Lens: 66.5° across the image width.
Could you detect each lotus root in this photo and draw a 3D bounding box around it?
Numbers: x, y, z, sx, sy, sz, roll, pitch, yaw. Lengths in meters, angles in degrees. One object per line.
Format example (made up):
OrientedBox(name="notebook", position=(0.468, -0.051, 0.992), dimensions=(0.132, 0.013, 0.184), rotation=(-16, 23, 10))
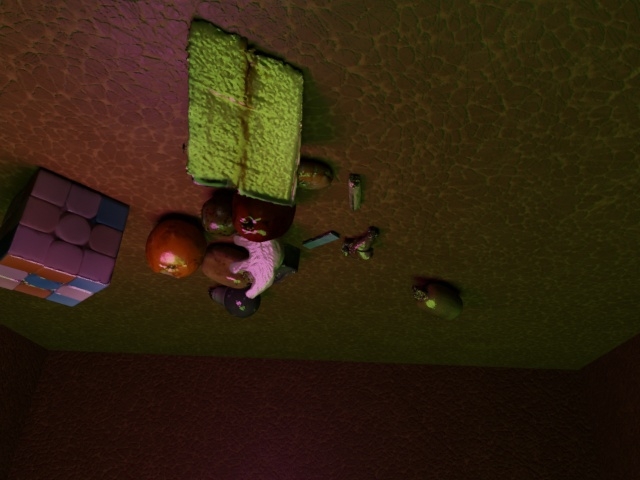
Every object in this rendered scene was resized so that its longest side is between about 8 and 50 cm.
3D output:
OrientedBox(name="lotus root", position=(0.559, 0.292, 2.358), dimensions=(0.169, 0.151, 0.343), rotation=(-24, 144, 39))
OrientedBox(name="lotus root", position=(-0.402, 0.107, 2.095), dimensions=(0.284, 0.160, 0.146), rotation=(20, 163, 21))

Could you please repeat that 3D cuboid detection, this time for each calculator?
OrientedBox(name="calculator", position=(0.000, 0.000, 2.024), dimensions=(0.172, 0.018, 0.057), rotation=(-22, 141, 38))

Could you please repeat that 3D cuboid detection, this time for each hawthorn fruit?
OrientedBox(name="hawthorn fruit", position=(-0.204, -0.088, 1.647), dimensions=(0.224, 0.261, 0.224), rotation=(8, 123, 12))

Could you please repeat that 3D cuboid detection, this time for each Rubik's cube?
OrientedBox(name="Rubik's cube", position=(-0.968, 0.007, 1.800), dimensions=(0.344, 0.347, 0.347), rotation=(-24, 140, 38))

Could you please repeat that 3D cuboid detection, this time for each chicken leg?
OrientedBox(name="chicken leg", position=(0.173, 0.021, 1.990), dimensions=(0.196, 0.080, 0.125), rotation=(-25, 128, 39))

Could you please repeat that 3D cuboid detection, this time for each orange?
OrientedBox(name="orange", position=(-0.571, 0.034, 1.936), dimensions=(0.240, 0.240, 0.240), rotation=(2, 151, 1))

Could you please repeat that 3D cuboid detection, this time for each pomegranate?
OrientedBox(name="pomegranate", position=(-0.369, -0.091, 1.776), dimensions=(0.205, 0.159, 0.159), rotation=(11, 163, 44))

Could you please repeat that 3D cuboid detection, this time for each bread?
OrientedBox(name="bread", position=(-0.192, -0.307, 1.295), dimensions=(0.346, 0.242, 0.405), rotation=(7, 154, -12))

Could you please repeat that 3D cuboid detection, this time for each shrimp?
OrientedBox(name="shrimp", position=(-0.100, -0.217, 1.610), dimensions=(0.287, 0.063, 0.152), rotation=(8, 162, -11))

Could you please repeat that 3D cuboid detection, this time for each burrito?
OrientedBox(name="burrito", position=(0.118, -0.163, 1.701), dimensions=(0.045, 0.041, 0.185), rotation=(-36, 154, -16))

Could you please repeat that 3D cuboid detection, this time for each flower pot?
OrientedBox(name="flower pot", position=(-0.188, 0.110, 2.153), dimensions=(0.103, 0.108, 0.229), rotation=(22, 145, -29))

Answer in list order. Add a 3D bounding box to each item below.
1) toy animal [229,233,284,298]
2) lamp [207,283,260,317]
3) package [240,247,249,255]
OrientedBox(name="toy animal", position=(-0.245, 0.025, 1.948), dimensions=(0.266, 0.188, 0.308), rotation=(-37, 89, 28))
OrientedBox(name="lamp", position=(-0.449, 0.278, 2.450), dimensions=(0.314, 0.182, 0.182), rotation=(14, 155, 19))
OrientedBox(name="package", position=(-0.337, 0.088, 2.188), dimensions=(0.071, 0.047, 0.131), rotation=(16, 150, -16))
